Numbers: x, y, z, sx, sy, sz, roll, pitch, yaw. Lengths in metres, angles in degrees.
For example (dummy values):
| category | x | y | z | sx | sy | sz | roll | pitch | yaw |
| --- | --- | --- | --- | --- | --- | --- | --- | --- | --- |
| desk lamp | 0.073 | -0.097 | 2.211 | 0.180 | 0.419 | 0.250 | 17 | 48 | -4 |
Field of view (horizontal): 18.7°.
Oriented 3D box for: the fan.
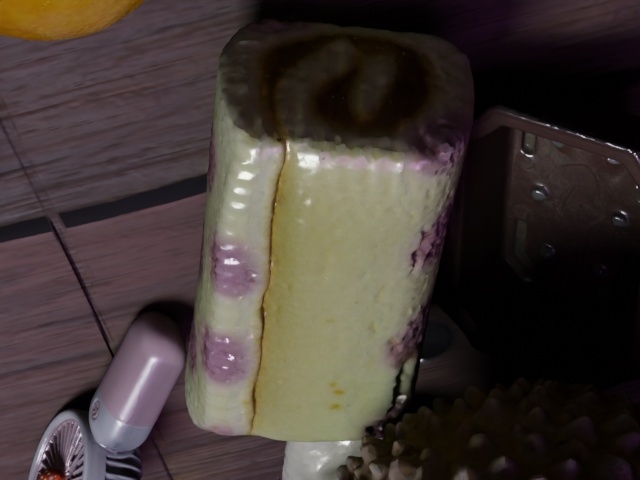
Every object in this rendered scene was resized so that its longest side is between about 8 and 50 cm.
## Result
| category | x | y | z | sx | sy | sz | roll | pitch | yaw |
| --- | --- | --- | --- | --- | --- | --- | --- | --- | --- |
| fan | -0.179 | 0.163 | 1.616 | 0.074 | 0.130 | 0.244 | 15 | 117 | -27 |

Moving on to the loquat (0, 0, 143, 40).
| category | x | y | z | sx | sy | sz | roll | pitch | yaw |
| --- | --- | --- | --- | --- | --- | --- | --- | --- | --- |
| loquat | -0.186 | -0.215 | 1.200 | 0.234 | 0.176 | 0.187 | 12 | 115 | -23 |

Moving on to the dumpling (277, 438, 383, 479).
| category | x | y | z | sx | sy | sz | roll | pitch | yaw |
| --- | --- | --- | --- | --- | --- | --- | --- | --- | --- |
| dumpling | 0.057 | 0.243 | 1.713 | 0.172 | 0.142 | 0.247 | -33 | 100 | 26 |

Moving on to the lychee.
| category | x | y | z | sx | sy | sz | roll | pitch | yaw |
| --- | --- | --- | --- | --- | --- | --- | --- | --- | --- |
| lychee | 0.170 | 0.278 | 1.448 | 0.380 | 0.380 | 0.432 | -21 | 140 | 13 |

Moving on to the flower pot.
| category | x | y | z | sx | sy | sz | roll | pitch | yaw |
| --- | --- | --- | --- | --- | --- | --- | --- | --- | --- |
| flower pot | 0.189 | -0.011 | 1.478 | 0.178 | 0.084 | 0.251 | 19 | 136 | 20 |

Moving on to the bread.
| category | x | y | z | sx | sy | sz | roll | pitch | yaw |
| --- | --- | --- | --- | --- | --- | --- | --- | --- | --- |
| bread | 0.000 | 0.000 | 1.445 | 0.187 | 0.155 | 0.338 | 5 | 136 | -2 |
